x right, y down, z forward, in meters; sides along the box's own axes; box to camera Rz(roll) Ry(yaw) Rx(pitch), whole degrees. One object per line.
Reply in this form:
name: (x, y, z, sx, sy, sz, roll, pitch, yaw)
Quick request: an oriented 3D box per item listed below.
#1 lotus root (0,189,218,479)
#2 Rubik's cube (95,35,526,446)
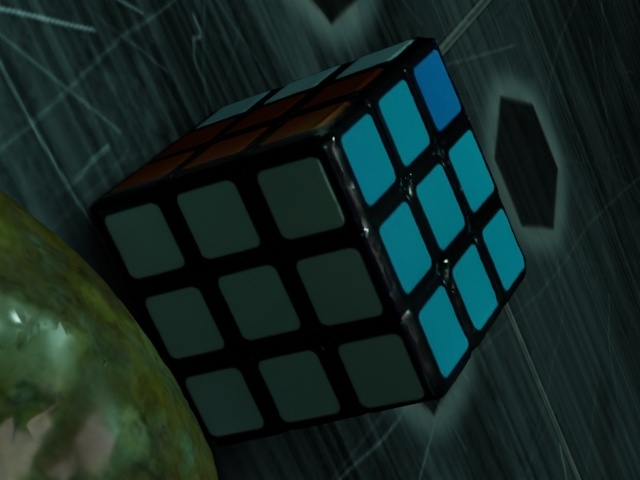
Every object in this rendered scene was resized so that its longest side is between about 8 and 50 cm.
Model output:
lotus root: (-0.134, 0.134, 0.637, 0.260, 0.149, 0.267, 49, 44, -37)
Rubik's cube: (0.000, 0.000, 0.884, 0.162, 0.163, 0.160, 64, 33, -14)
